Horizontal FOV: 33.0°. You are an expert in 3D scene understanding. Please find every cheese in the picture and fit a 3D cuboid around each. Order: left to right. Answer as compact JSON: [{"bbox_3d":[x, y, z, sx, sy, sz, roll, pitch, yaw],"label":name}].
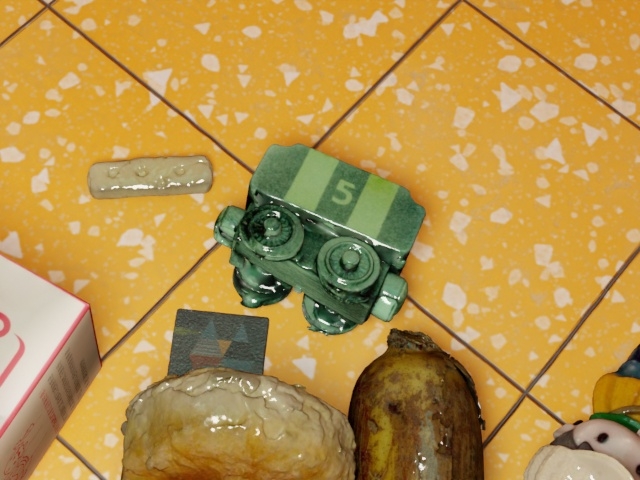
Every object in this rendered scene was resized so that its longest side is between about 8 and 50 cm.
[{"bbox_3d":[-0.263,-0.099,1.673,0.194,0.043,0.065,-5,63,-6],"label":"cheese"}]

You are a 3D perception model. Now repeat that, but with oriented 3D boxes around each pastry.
[{"bbox_3d":[-0.112,0.279,1.383,0.329,0.330,0.136,8,52,-2],"label":"pastry"}]

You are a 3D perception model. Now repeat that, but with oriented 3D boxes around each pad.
[{"bbox_3d":[-0.154,0.204,1.573,0.143,0.003,0.211,6,67,-3],"label":"pad"}]

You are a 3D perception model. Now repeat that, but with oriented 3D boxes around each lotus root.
[{"bbox_3d":[0.129,0.309,1.453,0.179,0.196,0.397,-8,69,24],"label":"lotus root"}]

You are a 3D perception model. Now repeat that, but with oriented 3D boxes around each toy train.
[{"bbox_3d":[0.000,0.000,1.599,0.299,0.167,0.238,25,57,4],"label":"toy train"}]

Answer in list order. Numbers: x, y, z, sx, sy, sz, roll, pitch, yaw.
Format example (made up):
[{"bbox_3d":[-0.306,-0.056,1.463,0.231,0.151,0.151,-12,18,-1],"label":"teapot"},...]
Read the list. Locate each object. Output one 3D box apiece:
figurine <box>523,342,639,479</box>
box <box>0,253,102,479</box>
[{"bbox_3d":[0.414,0.302,1.517,0.185,0.204,0.332,36,40,12],"label":"figurine"},{"bbox_3d":[-0.489,0.171,1.390,0.300,0.314,0.312,29,67,4],"label":"box"}]
